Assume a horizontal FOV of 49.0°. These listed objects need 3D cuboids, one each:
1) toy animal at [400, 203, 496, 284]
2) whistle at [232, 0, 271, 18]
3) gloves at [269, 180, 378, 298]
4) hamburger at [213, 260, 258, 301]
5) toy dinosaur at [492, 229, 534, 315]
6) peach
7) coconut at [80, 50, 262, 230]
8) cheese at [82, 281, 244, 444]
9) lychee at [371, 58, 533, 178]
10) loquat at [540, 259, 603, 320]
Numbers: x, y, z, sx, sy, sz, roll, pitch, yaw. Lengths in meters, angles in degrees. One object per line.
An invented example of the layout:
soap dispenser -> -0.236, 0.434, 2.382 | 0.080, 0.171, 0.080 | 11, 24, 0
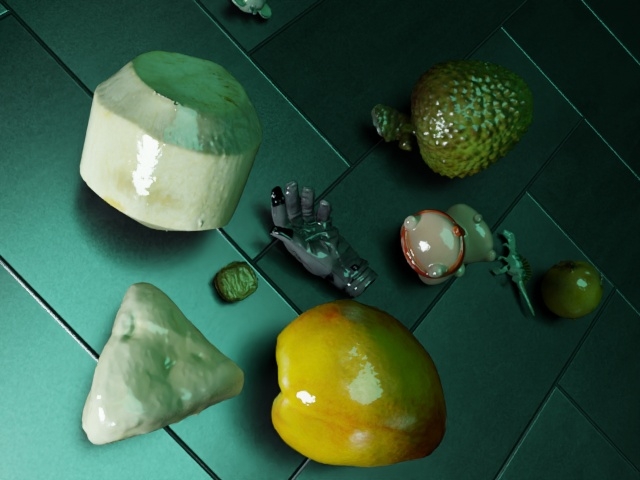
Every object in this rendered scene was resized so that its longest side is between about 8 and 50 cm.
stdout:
toy animal -> 0.260, 0.005, 1.487 | 0.197, 0.171, 0.171 | -14, 78, -35
whistle -> -0.160, -0.601, 1.553 | 0.114, 0.077, 0.236 | 9, 64, -42
gloves -> -0.003, 0.007, 1.388 | 0.285, 0.119, 0.142 | 55, 48, -14
hamburger -> -0.160, 0.077, 1.331 | 0.083, 0.044, 0.076 | -21, 83, -26
toy dinosaur -> 0.458, 0.070, 1.615 | 0.187, 0.044, 0.106 | 51, 45, 1
peach -> 0.072, 0.252, 1.236 | 0.307, 0.289, 0.289 | 4, 69, -2
coconut -> -0.259, -0.158, 1.240 | 0.323, 0.323, 0.323 | 8, 69, -22
cheese -> -0.296, 0.213, 1.148 | 0.248, 0.173, 0.251 | -34, 89, -38
lychee -> 0.303, -0.270, 1.540 | 0.320, 0.270, 0.270 | -38, 90, 6
loquat -> 0.569, 0.111, 1.586 | 0.141, 0.141, 0.141 | 8, 69, -22
